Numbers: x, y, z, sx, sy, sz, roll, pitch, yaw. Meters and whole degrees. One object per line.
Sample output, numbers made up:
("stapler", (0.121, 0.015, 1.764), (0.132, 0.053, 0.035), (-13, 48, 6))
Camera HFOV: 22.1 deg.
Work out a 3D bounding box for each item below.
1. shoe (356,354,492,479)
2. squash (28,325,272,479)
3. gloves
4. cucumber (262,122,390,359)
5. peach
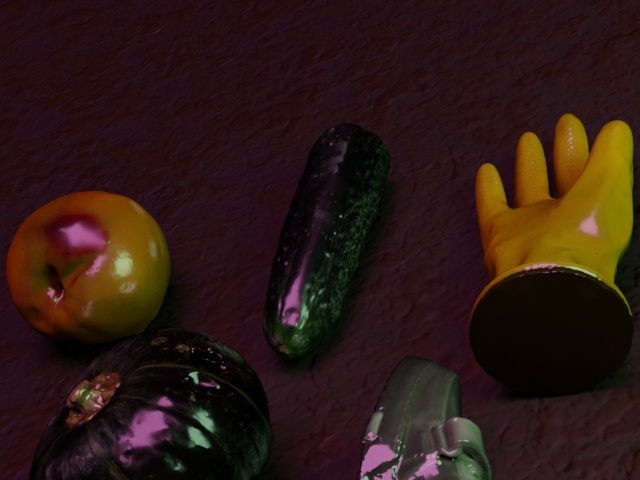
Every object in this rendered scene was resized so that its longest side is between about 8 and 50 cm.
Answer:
("shoe", (0.097, 0.199, 1.069), (0.149, 0.109, 0.293), (0, 45, 18))
("squash", (-0.122, 0.153, 1.179), (0.193, 0.156, 0.193), (-20, 49, 26))
("gloves", (0.183, -0.015, 1.298), (0.133, 0.116, 0.294), (-2, 35, 11))
("cucumber", (0.000, 0.001, 1.371), (0.074, 0.074, 0.241), (-2, 42, 21))
("peach", (-0.192, 0.020, 1.390), (0.138, 0.138, 0.138), (-12, 39, 10))
